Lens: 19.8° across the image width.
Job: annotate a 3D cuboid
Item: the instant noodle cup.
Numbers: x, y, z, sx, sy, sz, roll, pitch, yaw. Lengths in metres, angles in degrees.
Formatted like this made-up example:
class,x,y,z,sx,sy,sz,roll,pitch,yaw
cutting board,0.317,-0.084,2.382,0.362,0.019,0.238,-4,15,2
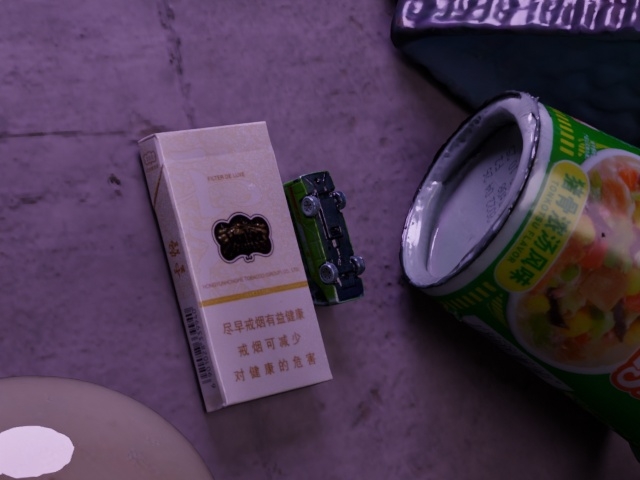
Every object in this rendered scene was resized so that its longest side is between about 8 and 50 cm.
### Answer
class,x,y,z,sx,sy,sz,roll,pitch,yaw
instant noodle cup,0.182,0.021,1.210,0.233,0.207,0.207,28,58,-21

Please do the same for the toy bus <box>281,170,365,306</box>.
class,x,y,z,sx,sy,sz,roll,pitch,yaw
toy bus,0.000,0.000,1.145,0.031,0.037,0.083,-13,86,-44

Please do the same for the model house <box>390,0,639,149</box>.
class,x,y,z,sx,sy,sz,roll,pitch,yaw
model house,0.225,-0.252,1.301,0.339,0.297,0.360,18,61,-2

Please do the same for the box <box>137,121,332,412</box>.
class,x,y,z,sx,sy,sz,roll,pitch,yaw
box,-0.050,0.013,1.105,0.090,0.024,0.167,-10,82,-43

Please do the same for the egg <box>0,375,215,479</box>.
class,x,y,z,sx,sy,sz,roll,pitch,yaw
egg,-0.153,0.181,0.826,0.269,0.219,0.219,-40,104,-24
